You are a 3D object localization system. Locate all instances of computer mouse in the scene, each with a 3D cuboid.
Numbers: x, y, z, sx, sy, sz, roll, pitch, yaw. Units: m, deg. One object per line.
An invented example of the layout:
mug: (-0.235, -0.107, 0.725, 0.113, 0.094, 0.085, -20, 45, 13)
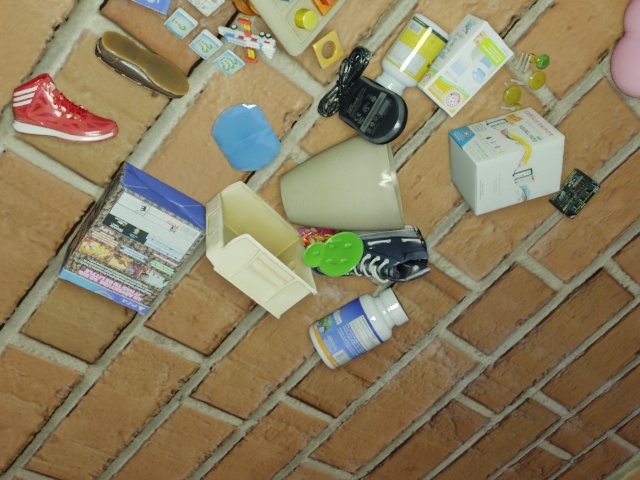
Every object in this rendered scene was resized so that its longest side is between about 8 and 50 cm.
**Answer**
computer mouse: (0.118, -0.307, 1.337, 0.072, 0.272, 0.188, 17, 116, -44)

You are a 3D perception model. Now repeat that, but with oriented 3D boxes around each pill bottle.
pill bottle: (0.207, -0.423, 1.367, 0.103, 0.103, 0.184, 26, 112, -25)
pill bottle: (0.116, 0.251, 1.730, 0.272, 0.152, 0.152, -31, 122, 6)

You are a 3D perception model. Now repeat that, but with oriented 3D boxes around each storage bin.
storage bin: (-0.156, 0.015, 1.460, 0.123, 0.262, 0.260, -39, 121, 14)

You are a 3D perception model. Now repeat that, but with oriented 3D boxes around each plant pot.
plant pot: (0.050, -0.126, 1.451, 0.274, 0.256, 0.256, -11, 124, 11)

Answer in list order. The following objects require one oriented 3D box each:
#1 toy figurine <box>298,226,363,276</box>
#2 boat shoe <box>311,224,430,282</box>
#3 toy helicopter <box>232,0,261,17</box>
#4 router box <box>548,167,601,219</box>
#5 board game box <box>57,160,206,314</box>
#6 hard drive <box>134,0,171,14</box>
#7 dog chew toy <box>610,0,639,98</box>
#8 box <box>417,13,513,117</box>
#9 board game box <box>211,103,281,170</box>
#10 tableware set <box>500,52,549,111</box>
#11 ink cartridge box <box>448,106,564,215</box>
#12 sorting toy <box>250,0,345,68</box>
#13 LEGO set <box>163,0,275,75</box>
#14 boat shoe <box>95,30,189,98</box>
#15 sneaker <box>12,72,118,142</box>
toy figurine: (0.000, 0.000, 1.542, 0.173, 0.159, 0.130, -2, 119, -29)
boat shoe: (0.136, 0.053, 1.609, 0.340, 0.158, 0.127, -15, 123, -4)
toy helicopter: (-0.013, -0.582, 1.230, 0.355, 0.140, 0.235, -4, 113, -23)
router box: (0.718, -0.133, 1.668, 0.038, 0.092, 0.122, 24, 113, -25)
board game box: (-0.458, -0.001, 1.451, 0.232, 0.141, 0.291, 31, 110, -27)
hard drive: (-0.339, -0.624, 1.107, 0.210, 0.040, 0.319, 17, 115, -25)
dog chew toy: (0.819, -0.512, 1.404, 0.206, 0.206, 0.332, -6, 115, -9)
box: (0.332, -0.415, 1.401, 0.114, 0.103, 0.203, 36, 108, -28)
board game box: (-0.180, -0.252, 1.428, 0.133, 0.033, 0.169, -26, 118, 10)
tableware set: (0.522, -0.403, 1.502, 0.104, 0.024, 0.154, 4, 119, -19)
ink cartridge box: (0.472, -0.206, 1.509, 0.232, 0.171, 0.168, -17, 132, -4)
sorting toy: (-0.027, -0.489, 1.158, 0.196, 0.047, 0.347, -48, 136, -3)
LEGO set: (-0.205, -0.425, 1.214, 0.182, 0.060, 0.244, 36, 151, -29)
boat shoe: (-0.389, -0.376, 1.288, 0.207, 0.073, 0.073, 32, 147, -24)
sneaker: (-0.559, -0.291, 1.286, 0.221, 0.087, 0.128, 1, 122, -15)
